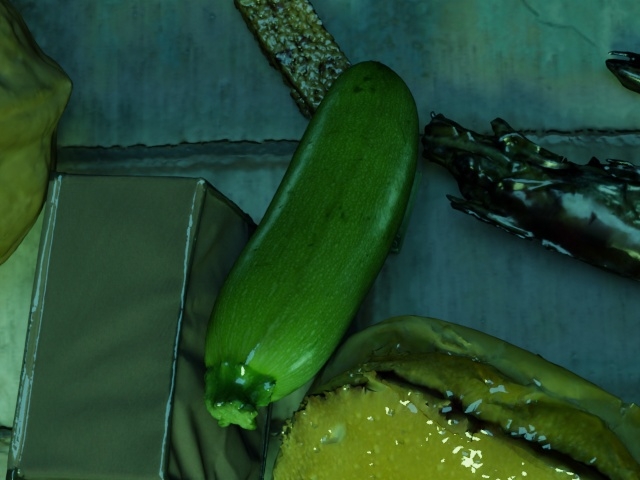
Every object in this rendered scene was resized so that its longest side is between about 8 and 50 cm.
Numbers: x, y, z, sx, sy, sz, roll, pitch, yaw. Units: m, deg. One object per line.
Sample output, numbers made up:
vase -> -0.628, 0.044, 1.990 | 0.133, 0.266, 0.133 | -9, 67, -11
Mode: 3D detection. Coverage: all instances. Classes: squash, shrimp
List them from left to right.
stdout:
squash -> 0.000, 0.000, 1.432 | 0.107, 0.107, 0.395 | 19, 47, 7
shrimp -> 0.275, -0.073, 1.575 | 0.364, 0.071, 0.233 | 18, 66, 8

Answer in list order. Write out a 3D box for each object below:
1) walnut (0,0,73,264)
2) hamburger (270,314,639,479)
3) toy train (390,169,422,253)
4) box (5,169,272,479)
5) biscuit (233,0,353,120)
walnut -> -0.371, -0.094, 1.486 | 0.343, 0.306, 0.306 | -15, 74, 0
hamburger -> 0.114, 0.205, 1.388 | 0.304, 0.284, 0.174 | 24, 42, 6
toy train -> 0.057, -0.034, 1.570 | 0.038, 0.056, 0.093 | 8, 73, 30
box -> -0.131, 0.091, 1.459 | 0.153, 0.188, 0.252 | 0, 71, 25
biscuit -> -0.006, -0.156, 1.619 | 0.064, 0.034, 0.199 | -31, 75, -7
